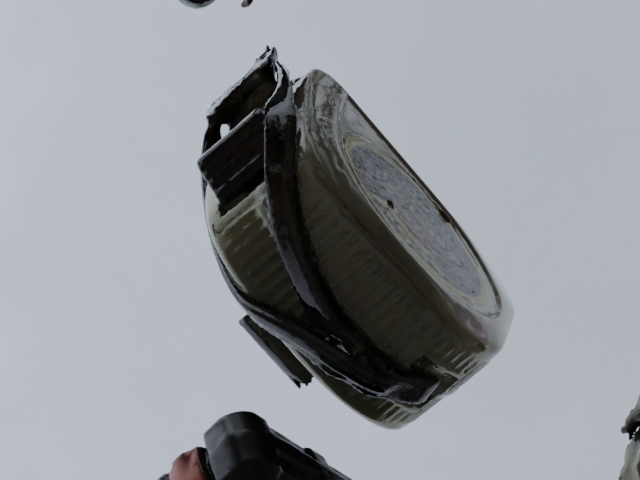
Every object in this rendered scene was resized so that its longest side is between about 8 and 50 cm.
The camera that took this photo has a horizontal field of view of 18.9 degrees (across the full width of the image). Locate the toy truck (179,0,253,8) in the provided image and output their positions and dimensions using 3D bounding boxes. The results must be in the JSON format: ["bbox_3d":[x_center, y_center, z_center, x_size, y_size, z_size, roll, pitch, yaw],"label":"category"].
[{"bbox_3d":[-0.124,-0.283,1.493,0.270,0.114,0.135,30,-108,-14],"label":"toy truck"}]

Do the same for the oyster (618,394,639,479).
[{"bbox_3d":[0.193,0.053,0.825,0.061,0.106,0.200,37,-77,-9],"label":"oyster"}]

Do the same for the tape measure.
[{"bbox_3d":[0.000,0.000,1.316,0.133,0.231,0.271,-38,-89,16],"label":"tape measure"}]

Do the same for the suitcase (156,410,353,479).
[{"bbox_3d":[-0.075,0.254,1.250,0.285,0.066,0.206,-44,-56,14],"label":"suitcase"}]
